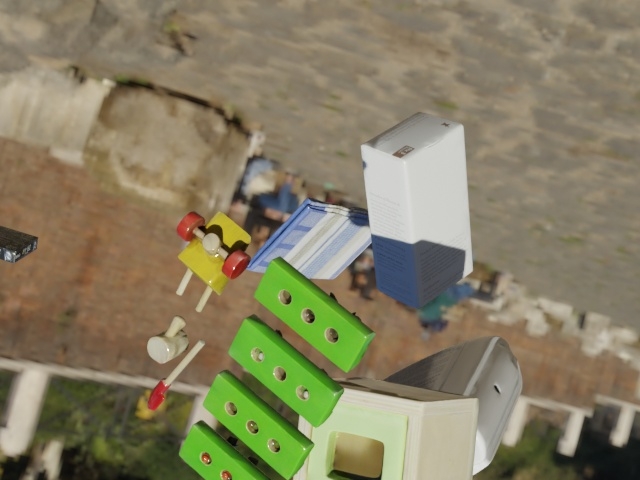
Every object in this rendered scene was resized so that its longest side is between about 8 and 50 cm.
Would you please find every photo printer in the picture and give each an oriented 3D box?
[{"bbox_3d":[0.147,0.250,1.707,0.256,0.107,0.307,-28,-173,25],"label":"photo printer"}]

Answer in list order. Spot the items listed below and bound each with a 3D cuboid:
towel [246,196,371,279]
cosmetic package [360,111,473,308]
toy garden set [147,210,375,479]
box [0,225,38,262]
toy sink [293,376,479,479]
[{"bbox_3d":[0.000,0.000,2.470,0.285,0.209,0.034,8,-137,-52],"label":"towel"},{"bbox_3d":[0.128,-0.039,1.590,0.117,0.231,0.085,-32,-142,-33],"label":"cosmetic package"},{"bbox_3d":[-0.071,0.107,1.110,0.203,0.244,0.049,38,-147,18],"label":"toy garden set"},{"bbox_3d":[-0.431,0.001,1.630,0.083,0.018,0.067,16,-160,9],"label":"box"},{"bbox_3d":[0.061,0.271,1.283,0.152,0.234,0.131,7,-179,36],"label":"toy sink"}]
